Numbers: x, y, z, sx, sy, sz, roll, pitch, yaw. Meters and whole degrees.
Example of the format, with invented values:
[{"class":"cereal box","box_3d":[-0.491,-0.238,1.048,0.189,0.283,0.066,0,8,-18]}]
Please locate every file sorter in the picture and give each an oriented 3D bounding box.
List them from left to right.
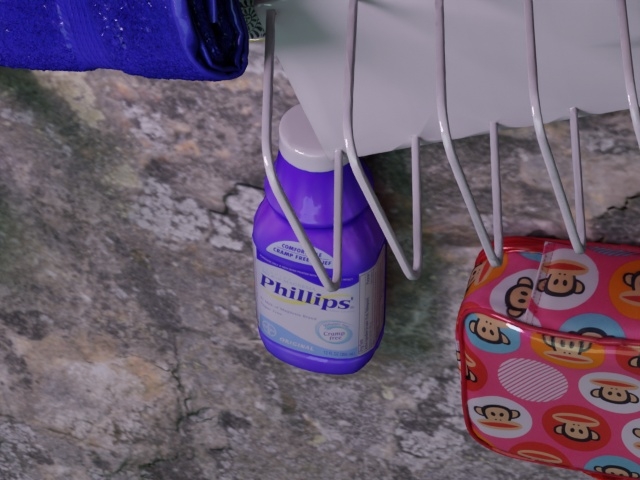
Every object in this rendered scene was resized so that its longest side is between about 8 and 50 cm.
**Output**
[{"class":"file sorter","box_3d":[0.108,-0.087,1.420,0.278,0.173,0.193,-9,142,15]}]

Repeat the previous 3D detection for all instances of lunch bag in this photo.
[{"class":"lunch bag","box_3d":[0.268,0.125,1.695,0.293,0.120,0.258,9,140,16]}]

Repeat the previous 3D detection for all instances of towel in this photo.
[{"class":"towel","box_3d":[-0.193,-0.229,1.428,0.308,0.076,0.227,8,113,42]}]

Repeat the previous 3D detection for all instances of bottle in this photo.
[{"class":"bottle","box_3d":[0.000,0.000,1.700,0.118,0.092,0.283,14,140,12]}]

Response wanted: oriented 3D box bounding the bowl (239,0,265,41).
[{"class":"bowl","box_3d":[-0.065,-0.239,1.468,0.170,0.080,0.170,13,140,11]}]
